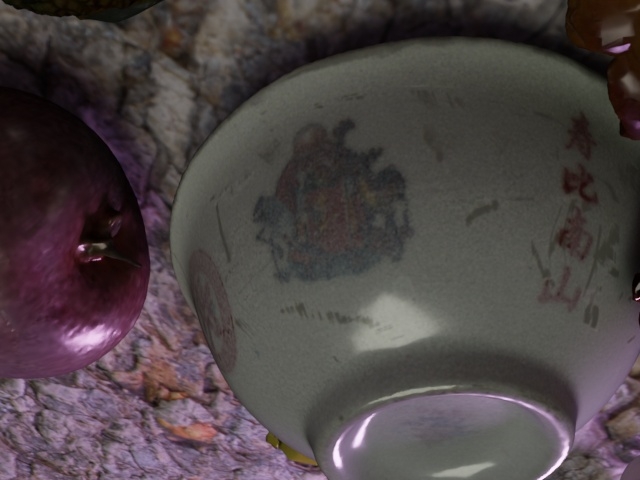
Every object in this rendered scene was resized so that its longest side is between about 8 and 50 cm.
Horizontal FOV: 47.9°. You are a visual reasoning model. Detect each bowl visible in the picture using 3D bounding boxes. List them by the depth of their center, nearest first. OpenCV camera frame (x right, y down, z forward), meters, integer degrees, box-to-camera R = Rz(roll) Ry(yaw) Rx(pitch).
[{"bbox_3d":[0.084,0.082,0.568,0.435,0.196,0.434,0,136,0],"label":"bowl"}]

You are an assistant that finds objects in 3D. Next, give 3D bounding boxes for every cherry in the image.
[{"bbox_3d":[-0.284,-0.006,0.628,0.307,0.221,0.261,13,137,29],"label":"cherry"}]

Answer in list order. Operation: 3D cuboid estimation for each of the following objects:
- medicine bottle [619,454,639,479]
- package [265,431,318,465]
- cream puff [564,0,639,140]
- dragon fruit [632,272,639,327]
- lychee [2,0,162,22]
[{"bbox_3d":[0.438,0.344,0.830,0.147,0.147,0.247,-20,125,31],"label":"medicine bottle"},{"bbox_3d":[0.041,0.215,0.846,0.226,0.090,0.168,11,133,1],"label":"package"},{"bbox_3d":[0.271,-0.149,0.370,0.269,0.155,0.241,4,139,10],"label":"cream puff"},{"bbox_3d":[0.262,0.000,0.462,0.092,0.192,0.122,26,160,-12],"label":"dragon fruit"},{"bbox_3d":[-0.154,-0.216,0.429,0.171,0.171,0.171,8,136,8],"label":"lychee"}]
